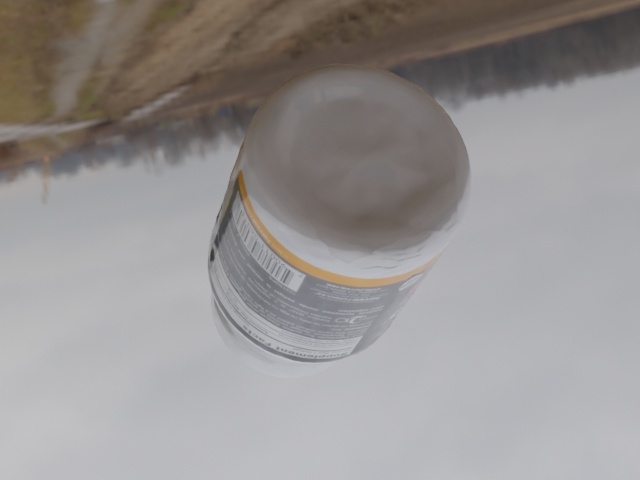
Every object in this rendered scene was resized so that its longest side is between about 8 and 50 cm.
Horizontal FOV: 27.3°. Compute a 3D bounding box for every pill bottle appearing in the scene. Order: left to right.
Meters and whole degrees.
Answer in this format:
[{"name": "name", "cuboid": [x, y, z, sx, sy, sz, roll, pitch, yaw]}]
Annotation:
[{"name": "pill bottle", "cuboid": [0.000, 0.000, 1.000, 0.162, 0.162, 0.278, -15, 161, -19]}]
